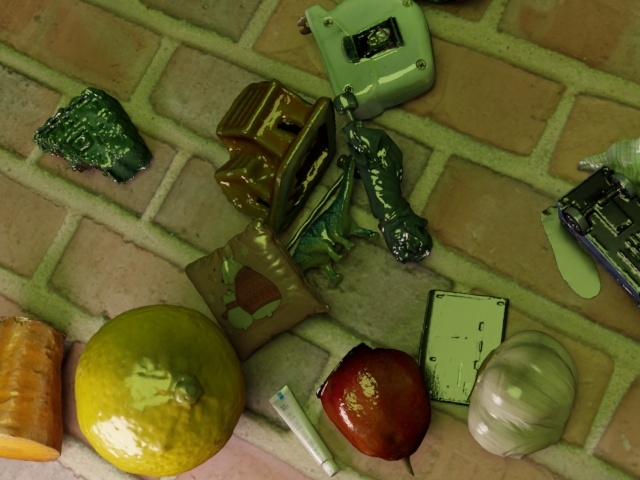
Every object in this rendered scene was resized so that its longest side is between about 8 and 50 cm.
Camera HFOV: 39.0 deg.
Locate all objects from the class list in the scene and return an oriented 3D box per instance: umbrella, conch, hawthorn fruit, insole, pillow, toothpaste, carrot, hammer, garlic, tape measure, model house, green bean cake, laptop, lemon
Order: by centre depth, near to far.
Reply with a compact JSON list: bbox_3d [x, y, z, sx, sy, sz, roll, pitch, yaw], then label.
[{"bbox_3d":[0.353,0.259,1.545,0.178,0.143,0.229,26,74,11],"label":"garlic"},{"bbox_3d":[0.104,0.302,1.597,0.189,0.189,0.251,-25,78,8],"label":"hawthorn fruit"},{"bbox_3d":[0.580,-0.123,1.598,0.233,0.137,0.114,3,60,10],"label":"conch"},{"bbox_3d":[-0.289,0.266,1.628,0.336,0.336,0.336,-4,75,14],"label":"lemon"},{"bbox_3d":[0.257,0.196,1.660,0.153,0.026,0.207,7,78,16],"label":"laptop"},{"bbox_3d":[0.458,0.021,1.663,0.064,0.004,0.188,-23,71,7],"label":"insole"},{"bbox_3d":[0.118,-0.122,1.694,0.094,0.143,0.349,-22,81,0],"label":"umbrella"},{"bbox_3d":[-0.028,0.359,1.694,0.048,0.031,0.190,-41,66,5],"label":"toothpaste"},{"bbox_3d":[-0.127,0.094,1.726,0.236,0.084,0.223,-31,91,29],"label":"pillow"},{"bbox_3d":[-0.113,-0.184,1.783,0.239,0.173,0.268,32,87,21],"label":"model house"},{"bbox_3d":[-0.019,-0.042,1.802,0.058,0.029,0.292,37,89,23],"label":"hammer"},{"bbox_3d":[0.100,-0.384,1.805,0.246,0.125,0.243,-23,71,9],"label":"tape measure"},{"bbox_3d":[-0.591,0.296,1.807,0.195,0.196,0.254,-2,64,15],"label":"carrot"},{"bbox_3d":[-0.487,-0.199,1.928,0.193,0.107,0.208,-37,71,2],"label":"green bean cake"}]

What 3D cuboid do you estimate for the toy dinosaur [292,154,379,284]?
[{"bbox_3d":[0.010,0.003,1.753,0.147,0.076,0.363,40,97,30],"label":"toy dinosaur"}]

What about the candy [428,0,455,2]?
[{"bbox_3d":[0.237,-0.516,1.802,0.203,0.141,0.078,-1,91,13],"label":"candy"}]

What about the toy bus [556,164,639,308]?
[{"bbox_3d":[0.547,0.018,1.573,0.125,0.133,0.292,-37,67,-2],"label":"toy bus"}]
